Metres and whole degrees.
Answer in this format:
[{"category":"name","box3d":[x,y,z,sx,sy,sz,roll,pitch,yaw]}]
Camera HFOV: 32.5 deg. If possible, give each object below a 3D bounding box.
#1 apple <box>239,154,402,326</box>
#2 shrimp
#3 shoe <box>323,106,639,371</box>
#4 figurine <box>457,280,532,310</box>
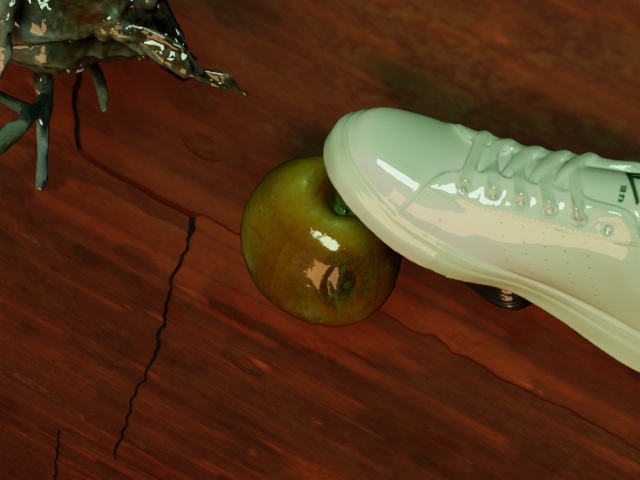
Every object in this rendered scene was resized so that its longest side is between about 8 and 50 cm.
[{"category":"apple","box3d":[0.000,0.000,0.725,0.114,0.099,0.102,60,152,31]},{"category":"shrimp","box3d":[-0.238,-0.180,0.638,0.410,0.166,0.221,43,180,2]},{"category":"shoe","box3d":[0.136,-0.020,0.626,0.265,0.095,0.110,29,142,-9]},{"category":"figurine","box3d":[0.103,0.004,0.719,0.106,0.047,0.060,26,130,19]}]
